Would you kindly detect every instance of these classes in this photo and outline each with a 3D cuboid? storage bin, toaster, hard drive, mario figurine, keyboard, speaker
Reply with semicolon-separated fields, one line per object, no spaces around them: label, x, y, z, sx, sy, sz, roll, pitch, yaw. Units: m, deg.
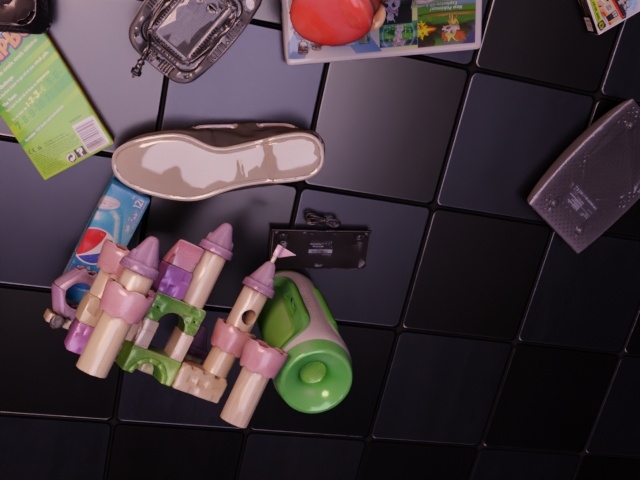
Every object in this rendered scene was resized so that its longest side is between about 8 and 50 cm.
storage bin;-0.469;-0.355;1.029;0.180;0.084;0.122;3;97;-6
toaster;-0.189;-0.324;1.092;0.129;0.146;0.227;38;98;-22
hard drive;0.508;-0.118;1.377;0.172;0.054;0.255;40;98;-23
mario figurine;0.074;-0.419;1.112;0.320;0.170;0.198;-45;78;-5
keyboard;0.000;0.000;1.329;0.180;0.023;0.108;0;117;-13
speaker;-0.036;0.153;1.229;0.131;0.296;0.131;-4;112;-11

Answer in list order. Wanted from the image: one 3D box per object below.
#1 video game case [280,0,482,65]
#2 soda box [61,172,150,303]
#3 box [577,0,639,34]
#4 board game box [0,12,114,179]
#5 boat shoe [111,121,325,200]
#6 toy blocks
video game case;0.096;-0.438;1.173;0.329;0.036;0.300;-8;112;-10
soda box;-0.352;0.000;1.223;0.067;0.071;0.210;25;104;-20
box;0.467;-0.462;1.244;0.114;0.036;0.207;-30;114;0
board game box;-0.434;-0.232;1.135;0.124;0.039;0.259;-28;116;-1
boat shoe;-0.160;-0.132;1.215;0.335;0.095;0.112;-4;109;-5
toy blocks;-0.213;0.078;1.124;0.288;0.309;0.260;27;84;-28
